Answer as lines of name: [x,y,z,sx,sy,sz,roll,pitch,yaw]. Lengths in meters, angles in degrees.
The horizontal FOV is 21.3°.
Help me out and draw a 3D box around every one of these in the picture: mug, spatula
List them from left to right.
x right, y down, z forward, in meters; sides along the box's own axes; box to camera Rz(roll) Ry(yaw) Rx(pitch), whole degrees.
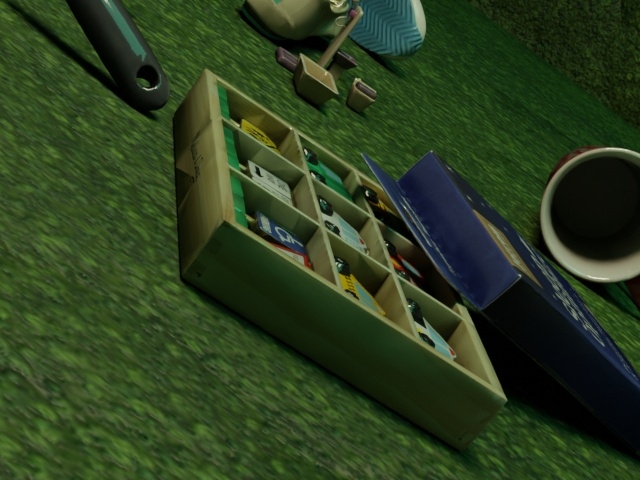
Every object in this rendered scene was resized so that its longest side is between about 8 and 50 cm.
spatula: [-0.176,-0.197,1.007,0.084,0.030,0.296,-29,78,-31]
mug: [0.244,-0.014,1.491,0.113,0.150,0.169,1,8,5]

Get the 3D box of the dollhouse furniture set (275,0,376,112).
dollhouse furniture set: [0.026,-0.146,1.370,0.091,0.081,0.114,33,14,-15]

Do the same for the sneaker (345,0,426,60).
sneaker: [0.058,-0.260,1.821,0.092,0.087,0.228,27,18,-41]

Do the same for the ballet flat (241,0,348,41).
ballet flat: [-0.007,-0.225,1.555,0.086,0.086,0.248,37,13,0]

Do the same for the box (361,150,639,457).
box: [0.121,0.031,1.017,0.225,0.036,0.136,39,13,-38]

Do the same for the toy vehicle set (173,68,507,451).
toy vehicle set: [0.000,0.000,0.917,0.166,0.035,0.267,33,14,-17]
